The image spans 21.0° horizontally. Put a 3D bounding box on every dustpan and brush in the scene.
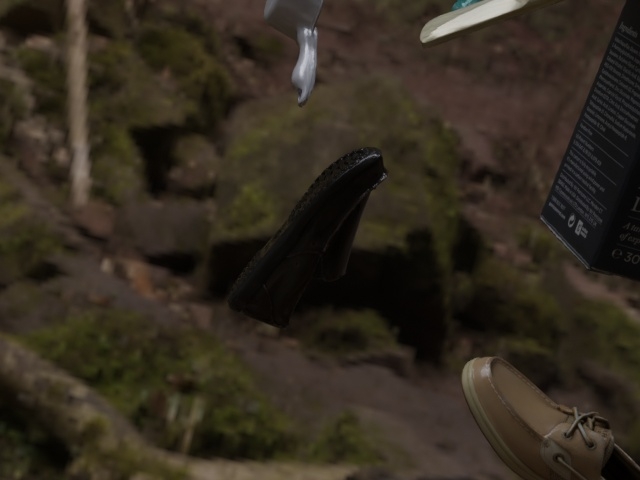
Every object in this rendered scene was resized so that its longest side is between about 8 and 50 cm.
[{"bbox_3d":[-0.016,-0.216,1.604,0.060,0.211,0.147,21,-33,-9],"label":"dustpan and brush"}]

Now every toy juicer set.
[{"bbox_3d":[0.230,-0.290,1.767,0.209,0.329,0.089,-6,-49,20],"label":"toy juicer set"}]

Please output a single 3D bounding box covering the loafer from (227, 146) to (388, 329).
[{"bbox_3d":[0.000,0.000,1.720,0.078,0.220,0.080,39,15,-9],"label":"loafer"}]

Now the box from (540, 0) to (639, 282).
[{"bbox_3d":[0.501,-0.136,2.153,0.293,0.395,0.212,15,15,-16],"label":"box"}]

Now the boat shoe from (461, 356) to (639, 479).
[{"bbox_3d":[0.317,0.256,2.129,0.341,0.110,0.121,44,33,-9],"label":"boat shoe"}]
